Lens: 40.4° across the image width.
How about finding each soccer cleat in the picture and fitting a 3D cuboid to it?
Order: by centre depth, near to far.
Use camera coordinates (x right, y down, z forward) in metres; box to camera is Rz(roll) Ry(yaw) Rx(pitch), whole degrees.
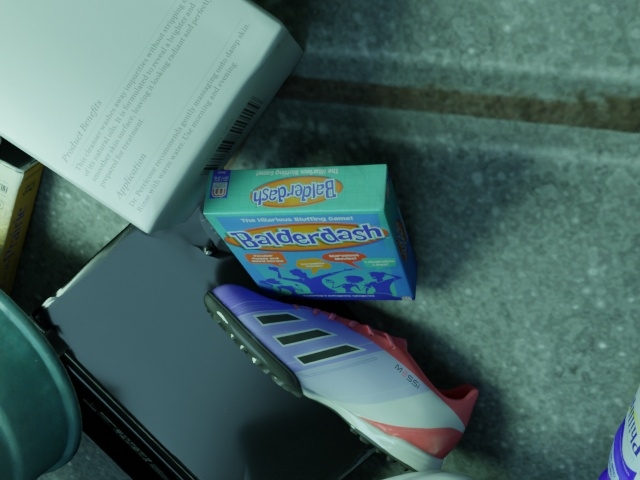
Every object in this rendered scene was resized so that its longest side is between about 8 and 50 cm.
[{"bbox_3d":[0.023,0.124,0.918,0.318,0.108,0.116,37,88,-12],"label":"soccer cleat"}]

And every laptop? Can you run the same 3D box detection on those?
[{"bbox_3d":[-0.155,0.164,1.076,0.382,0.236,0.408,48,152,-9],"label":"laptop"}]

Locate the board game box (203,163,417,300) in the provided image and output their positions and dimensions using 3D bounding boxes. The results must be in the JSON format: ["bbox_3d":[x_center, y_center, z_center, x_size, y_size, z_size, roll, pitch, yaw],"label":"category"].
[{"bbox_3d":[0.000,0.000,0.823,0.160,0.047,0.210,-1,155,14],"label":"board game box"}]

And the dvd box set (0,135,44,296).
[{"bbox_3d":[-0.528,0.009,1.080,0.307,0.062,0.420,27,119,4],"label":"dvd box set"}]

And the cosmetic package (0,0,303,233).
[{"bbox_3d":[-0.236,-0.199,0.771,0.385,0.156,0.217,36,96,1],"label":"cosmetic package"}]

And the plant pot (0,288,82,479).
[{"bbox_3d":[-0.496,0.231,0.914,0.341,0.334,0.341,15,127,21],"label":"plant pot"}]

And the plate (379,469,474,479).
[{"bbox_3d":[0.054,0.306,0.947,0.277,0.045,0.278,-17,154,10],"label":"plate"}]

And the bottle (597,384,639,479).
[{"bbox_3d":[0.338,0.207,0.850,0.092,0.118,0.283,16,124,9],"label":"bottle"}]
